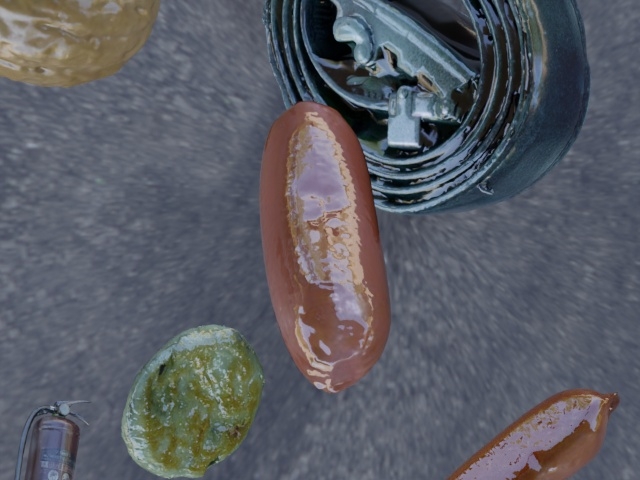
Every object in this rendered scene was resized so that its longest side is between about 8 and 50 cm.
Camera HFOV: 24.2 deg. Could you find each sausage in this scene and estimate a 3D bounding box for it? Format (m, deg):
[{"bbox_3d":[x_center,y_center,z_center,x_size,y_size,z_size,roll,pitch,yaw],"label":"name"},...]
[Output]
[{"bbox_3d":[0.180,0.274,1.581,0.348,0.097,0.094,-44,65,-6],"label":"sausage"},{"bbox_3d":[0.000,0.000,0.879,0.077,0.077,0.194,-12,52,3],"label":"sausage"}]

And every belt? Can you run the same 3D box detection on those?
[{"bbox_3d":[0.067,-0.140,1.052,0.267,0.116,0.206,51,122,25],"label":"belt"}]

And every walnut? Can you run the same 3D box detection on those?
[{"bbox_3d":[-0.305,-0.275,1.595,0.257,0.257,0.224,-21,67,3],"label":"walnut"}]

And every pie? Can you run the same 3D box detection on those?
[{"bbox_3d":[-0.140,0.180,1.658,0.187,0.041,0.186,-17,119,-34],"label":"pie"}]

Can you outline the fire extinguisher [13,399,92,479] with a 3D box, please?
[{"bbox_3d":[-0.239,0.209,1.304,0.064,0.043,0.158,20,59,-29],"label":"fire extinguisher"}]
